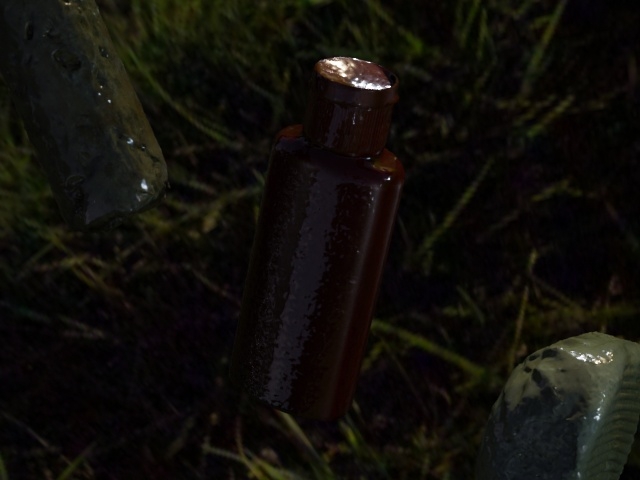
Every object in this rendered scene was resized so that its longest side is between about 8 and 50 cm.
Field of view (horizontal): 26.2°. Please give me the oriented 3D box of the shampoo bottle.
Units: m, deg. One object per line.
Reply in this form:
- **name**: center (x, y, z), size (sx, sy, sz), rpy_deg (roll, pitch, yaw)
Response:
- **shampoo bottle**: center (0.000, 0.000, 0.985), size (0.102, 0.260, 0.064), rpy_deg (21, 28, 19)

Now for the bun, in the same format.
- **bun**: center (0.208, 0.172, 1.217), size (0.108, 0.221, 0.221), rpy_deg (20, 67, 24)

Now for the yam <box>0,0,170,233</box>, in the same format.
- **yam**: center (-0.156, -0.093, 0.862), size (0.078, 0.078, 0.179), rpy_deg (-23, 94, 3)
